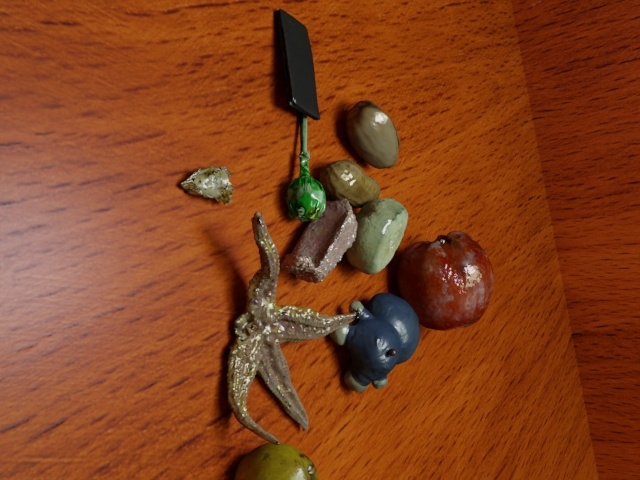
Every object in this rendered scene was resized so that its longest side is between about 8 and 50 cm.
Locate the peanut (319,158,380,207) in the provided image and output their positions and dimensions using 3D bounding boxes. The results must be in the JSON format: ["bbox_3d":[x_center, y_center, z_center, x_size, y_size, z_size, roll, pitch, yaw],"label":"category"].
[{"bbox_3d":[0.076,-0.137,1.793,0.226,0.095,0.108,22,49,-55],"label":"peanut"}]

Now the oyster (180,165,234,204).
[{"bbox_3d":[-0.215,-0.112,1.419,0.132,0.029,0.086,30,54,-47],"label":"oyster"}]

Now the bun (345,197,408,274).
[{"bbox_3d":[0.128,-0.018,1.800,0.195,0.118,0.195,-49,156,-30],"label":"bun"}]

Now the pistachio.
[{"bbox_3d":[0.138,-0.269,1.880,0.206,0.131,0.130,48,55,-45],"label":"pistachio"}]

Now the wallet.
[{"bbox_3d":[-0.048,-0.402,1.689,0.124,0.025,0.245,18,59,-57],"label":"wallet"}]

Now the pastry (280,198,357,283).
[{"bbox_3d":[0.001,0.013,1.637,0.265,0.102,0.112,-47,134,-46],"label":"pastry"}]

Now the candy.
[{"bbox_3d":[-0.037,-0.196,1.670,0.097,0.097,0.324,28,53,-50],"label":"candy"}]

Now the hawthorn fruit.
[{"bbox_3d":[0.337,0.108,2.008,0.284,0.284,0.285,15,72,-54],"label":"hawthorn fruit"}]

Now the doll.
[{"bbox_3d":[0.144,0.233,1.799,0.258,0.153,0.228,-39,113,-59],"label":"doll"}]

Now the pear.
[{"bbox_3d":[-0.082,0.456,1.401,0.149,0.162,0.149,41,41,-49],"label":"pear"}]

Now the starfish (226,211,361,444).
[{"bbox_3d":[-0.074,0.201,1.471,0.383,0.132,0.399,32,63,-44],"label":"starfish"}]
